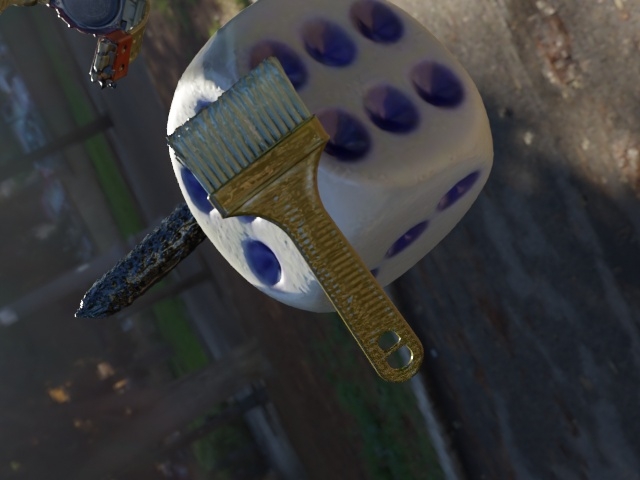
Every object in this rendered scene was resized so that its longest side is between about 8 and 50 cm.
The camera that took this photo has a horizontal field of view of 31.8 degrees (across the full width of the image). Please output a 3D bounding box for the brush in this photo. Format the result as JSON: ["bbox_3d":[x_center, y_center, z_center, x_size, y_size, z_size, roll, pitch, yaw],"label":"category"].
[{"bbox_3d":[0.000,0.000,0.683,0.218,0.082,0.010,54,177,-17],"label":"brush"}]

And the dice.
[{"bbox_3d":[0.008,-0.108,1.384,0.304,0.277,0.304,51,151,17],"label":"dice"}]

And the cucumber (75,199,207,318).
[{"bbox_3d":[-0.262,0.026,1.756,0.072,0.300,0.072,47,179,1],"label":"cucumber"}]

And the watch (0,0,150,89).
[{"bbox_3d":[-0.273,-0.225,1.191,0.268,0.164,0.102,-88,14,-56],"label":"watch"}]
